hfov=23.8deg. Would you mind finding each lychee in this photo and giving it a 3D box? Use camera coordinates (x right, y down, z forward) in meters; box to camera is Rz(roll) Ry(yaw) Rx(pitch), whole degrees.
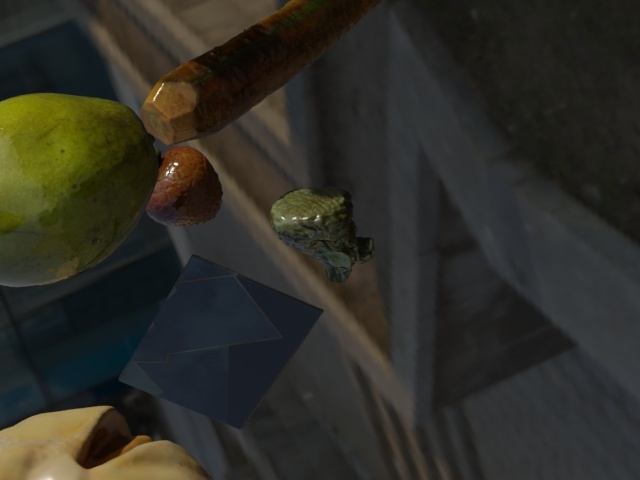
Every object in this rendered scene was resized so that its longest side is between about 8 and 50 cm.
[{"bbox_3d":[-0.193,-0.068,1.968,0.114,0.140,0.101,-50,44,29],"label":"lychee"}]

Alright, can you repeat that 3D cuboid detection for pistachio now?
[{"bbox_3d":[-0.178,0.248,1.171,0.230,0.230,0.309,61,180,26],"label":"pistachio"}]

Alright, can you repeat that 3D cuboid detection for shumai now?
[{"bbox_3d":[0.000,0.000,1.290,0.083,0.082,0.080,20,125,51],"label":"shumai"}]

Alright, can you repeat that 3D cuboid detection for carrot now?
[{"bbox_3d":[-0.025,-0.180,1.336,0.066,0.314,0.066,37,150,26],"label":"carrot"}]

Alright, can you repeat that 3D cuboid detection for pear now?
[{"bbox_3d":[-0.301,-0.056,1.640,0.212,0.269,0.212,158,90,-80],"label":"pear"}]

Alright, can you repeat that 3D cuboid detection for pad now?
[{"bbox_3d":[-0.117,0.121,1.730,0.004,0.163,0.243,-79,17,-46],"label":"pad"}]
